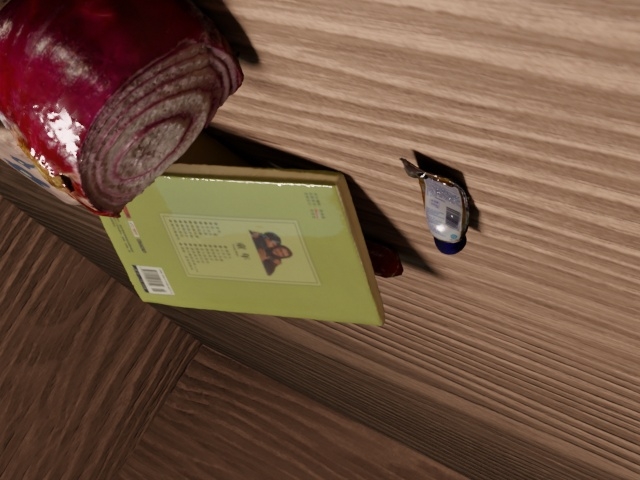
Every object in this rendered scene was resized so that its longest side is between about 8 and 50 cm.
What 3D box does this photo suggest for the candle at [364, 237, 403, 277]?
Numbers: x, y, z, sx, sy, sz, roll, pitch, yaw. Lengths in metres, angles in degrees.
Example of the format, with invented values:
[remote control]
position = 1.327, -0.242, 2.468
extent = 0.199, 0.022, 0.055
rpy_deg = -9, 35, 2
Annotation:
[candle]
position = 0.000, 0.000, 1.841
extent = 0.051, 0.048, 0.329
rpy_deg = -10, -162, -35

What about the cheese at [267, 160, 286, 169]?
[cheese]
position = -0.020, -0.057, 1.692
extent = 0.067, 0.026, 0.120
rpy_deg = 24, 166, 37

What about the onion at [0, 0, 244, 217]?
[onion]
position = -0.222, -0.169, 1.309
extent = 0.207, 0.216, 0.206
rpy_deg = 36, 168, 25

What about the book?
[book]
position = -0.106, 0.005, 1.688
extent = 0.352, 0.035, 0.239
rpy_deg = 4, 133, 25

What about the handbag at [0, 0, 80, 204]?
[handbag]
position = -0.317, -0.181, 1.555
extent = 0.190, 0.193, 0.251
rpy_deg = 34, 172, 24

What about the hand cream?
[hand cream]
position = 0.121, -0.037, 1.379
extent = 0.062, 0.039, 0.163
rpy_deg = 30, 163, 25

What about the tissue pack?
[tissue pack]
position = -0.166, -0.079, 1.762
extent = 0.169, 0.120, 0.082
rpy_deg = 35, 165, -5
